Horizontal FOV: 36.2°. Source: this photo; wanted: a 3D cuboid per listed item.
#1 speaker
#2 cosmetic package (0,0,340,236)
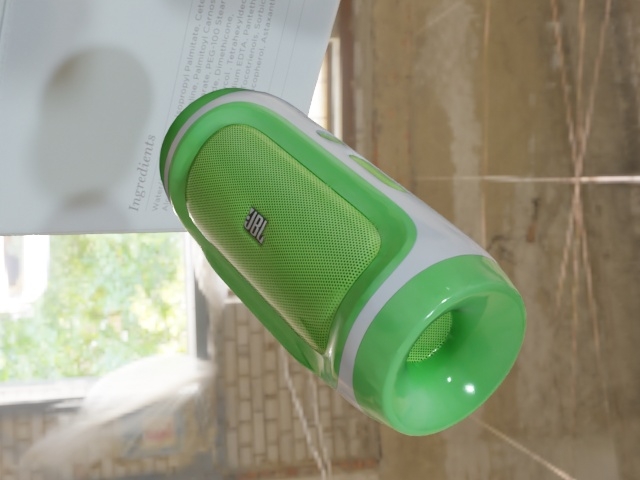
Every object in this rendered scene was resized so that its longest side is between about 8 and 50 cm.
[{"bbox_3d":[0.000,0.000,0.668,0.296,0.131,0.131,42,-44,44],"label":"speaker"},{"bbox_3d":[-0.247,-0.215,1.096,0.329,0.393,0.327,35,-64,41],"label":"cosmetic package"}]
